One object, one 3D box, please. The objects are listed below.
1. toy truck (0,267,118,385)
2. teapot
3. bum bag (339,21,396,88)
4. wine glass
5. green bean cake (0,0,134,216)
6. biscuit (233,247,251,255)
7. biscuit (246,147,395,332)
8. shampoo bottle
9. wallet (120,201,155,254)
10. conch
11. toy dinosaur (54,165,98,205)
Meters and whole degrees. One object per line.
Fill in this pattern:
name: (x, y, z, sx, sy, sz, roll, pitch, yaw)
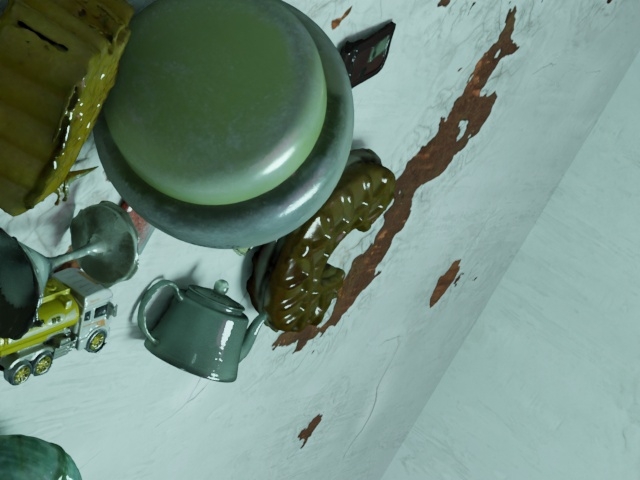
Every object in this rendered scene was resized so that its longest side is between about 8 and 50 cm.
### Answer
toy truck: (-0.380, 0.109, 1.866, 0.227, 0.098, 0.114, -22, 136, -51)
teapot: (-0.191, 0.130, 2.232, 0.239, 0.162, 0.149, 20, 98, -37)
bum bag: (0.068, -0.299, 2.284, 0.159, 0.026, 0.109, -38, 154, -47)
wine glass: (-0.344, 0.028, 1.765, 0.232, 0.156, 0.156, -24, 143, -58)
green bean cake: (-0.301, -0.159, 1.481, 0.229, 0.131, 0.224, -59, -172, 28)
biscuit: (-0.085, -0.097, 2.230, 0.250, 0.046, 0.147, -52, 157, -2)
biscuit: (-0.013, 0.009, 2.446, 0.268, 0.115, 0.366, -10, 130, -60)
shampoo bottle: (-0.118, -0.149, 1.723, 0.322, 0.322, 0.317, -51, 169, -8)
wallet: (-0.247, -0.062, 1.988, 0.196, 0.020, 0.103, -60, 158, 15)
conch: (-0.457, 0.377, 2.029, 0.220, 0.195, 0.277, -31, -169, 16)
toy dinosaur: (-0.331, -0.071, 1.789, 0.113, 0.026, 0.041, -16, 120, -44)
